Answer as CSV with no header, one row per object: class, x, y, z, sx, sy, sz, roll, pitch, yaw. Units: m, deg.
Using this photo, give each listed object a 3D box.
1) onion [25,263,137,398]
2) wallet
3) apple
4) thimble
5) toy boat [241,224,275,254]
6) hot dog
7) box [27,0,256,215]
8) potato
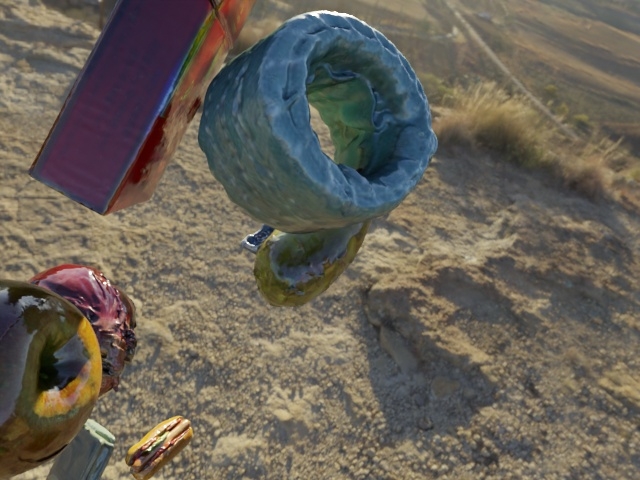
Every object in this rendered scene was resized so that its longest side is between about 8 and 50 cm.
onion,-0.451,0.186,0.990,0.280,0.281,0.221,34,36,16
wallet,-0.655,0.649,1.379,0.083,0.252,0.361,34,67,-34
apple,-0.263,0.101,0.417,0.147,0.147,0.163,-10,3,13
thimble,0.004,-0.105,0.544,0.235,0.143,0.199,10,76,-39
toy boat,-0.052,-0.039,1.349,0.308,0.143,0.129,-20,44,5
hot dog,-0.396,0.511,1.341,0.092,0.062,0.235,55,21,1
box,-0.169,-0.189,0.587,0.089,0.314,0.197,28,5,-8
potato,0.000,0.000,0.965,0.298,0.176,0.141,-44,108,-27
